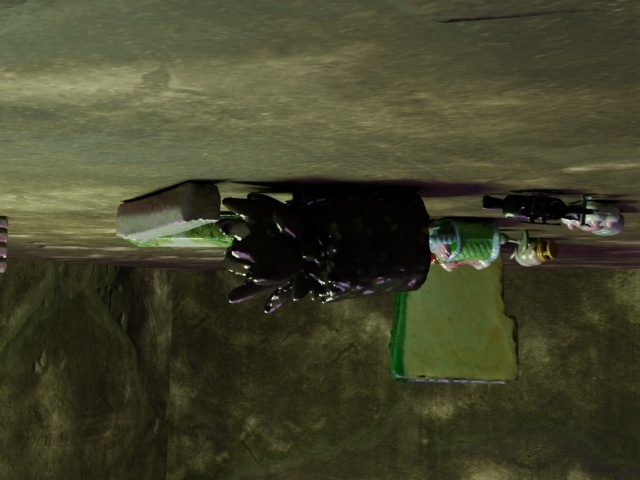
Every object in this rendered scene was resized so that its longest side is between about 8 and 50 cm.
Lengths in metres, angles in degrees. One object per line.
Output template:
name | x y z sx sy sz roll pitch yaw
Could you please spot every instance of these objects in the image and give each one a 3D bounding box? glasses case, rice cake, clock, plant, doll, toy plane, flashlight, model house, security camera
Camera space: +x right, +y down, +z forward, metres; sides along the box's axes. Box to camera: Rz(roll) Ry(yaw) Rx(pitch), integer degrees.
glasses case | -0.246 -0.024 1.591 0.272 0.062 0.095 0 169 6
rice cake | -0.259 -0.041 1.307 0.056 0.073 0.365 7 173 -31
clock | 0.252 0.006 1.640 0.195 0.100 0.194 -1 172 -3
plant | 0.000 0.000 1.228 0.320 0.194 0.181 -3 163 -7
doll | 0.521 0.023 2.005 0.127 0.073 0.084 -9 136 45
toy plane | 0.354 -0.050 1.230 0.197 0.053 0.078 3 -177 -7
flashlight | 0.476 -0.034 1.376 0.093 0.048 0.200 -2 174 30
model house | 0.346 0.195 2.178 0.334 0.382 0.342 2 173 1
security camera | 0.415 -0.005 1.801 0.092 0.058 0.058 12 176 3

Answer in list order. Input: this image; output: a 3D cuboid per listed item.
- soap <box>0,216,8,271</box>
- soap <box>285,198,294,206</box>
soap | -0.758 0.003 1.667 0.065 0.122 0.203 -4 172 44
soap | 0.002 0.017 1.458 0.077 0.156 0.293 -3 175 22
